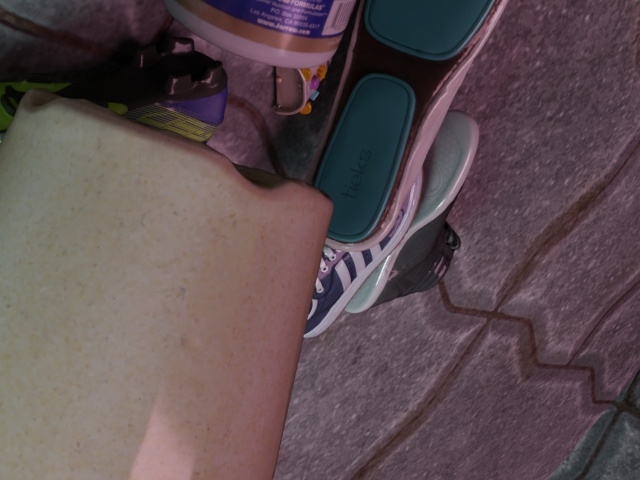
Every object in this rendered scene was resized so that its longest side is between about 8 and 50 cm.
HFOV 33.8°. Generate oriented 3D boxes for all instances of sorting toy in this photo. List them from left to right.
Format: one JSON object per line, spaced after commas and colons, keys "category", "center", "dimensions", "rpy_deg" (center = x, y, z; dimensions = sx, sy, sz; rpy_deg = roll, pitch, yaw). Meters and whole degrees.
{"category": "sorting toy", "center": [-0.011, -0.173, 1.050], "dimensions": [0.075, 0.045, 0.083], "rpy_deg": [-51, 155, -36]}

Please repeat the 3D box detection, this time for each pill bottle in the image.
{"category": "pill bottle", "center": [-0.016, -0.281, 0.810], "dimensions": [0.153, 0.153, 0.265], "rpy_deg": [-9, 131, -46]}

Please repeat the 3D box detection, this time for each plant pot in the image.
{"category": "plant pot", "center": [-0.144, 0.074, 0.718], "dimensions": [0.334, 0.334, 0.305], "rpy_deg": [17, 92, -56]}

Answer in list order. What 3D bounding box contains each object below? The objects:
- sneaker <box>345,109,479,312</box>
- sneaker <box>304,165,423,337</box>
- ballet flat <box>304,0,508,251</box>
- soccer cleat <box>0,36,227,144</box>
{"category": "sneaker", "center": [0.129, -0.040, 1.306], "dimensions": [0.147, 0.104, 0.296], "rpy_deg": [-9, 137, -49]}
{"category": "sneaker", "center": [0.000, 0.000, 1.185], "dimensions": [0.153, 0.099, 0.282], "rpy_deg": [2, 126, -54]}
{"category": "ballet flat", "center": [0.094, -0.177, 1.081], "dimensions": [0.139, 0.139, 0.400], "rpy_deg": [14, 102, -56]}
{"category": "soccer cleat", "center": [-0.196, -0.081, 0.860], "dimensions": [0.289, 0.093, 0.121], "rpy_deg": [-22, 142, -37]}
